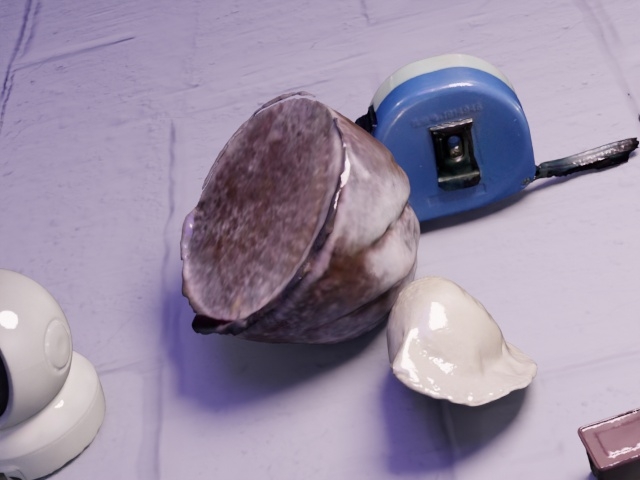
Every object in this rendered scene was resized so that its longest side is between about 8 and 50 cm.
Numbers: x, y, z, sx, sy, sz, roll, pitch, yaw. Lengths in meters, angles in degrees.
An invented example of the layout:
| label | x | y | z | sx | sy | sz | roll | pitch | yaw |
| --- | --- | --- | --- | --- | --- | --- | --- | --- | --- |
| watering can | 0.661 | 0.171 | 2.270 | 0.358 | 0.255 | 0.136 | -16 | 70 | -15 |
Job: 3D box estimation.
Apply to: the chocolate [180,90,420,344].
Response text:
| label | x | y | z | sx | sy | sz | roll | pitch | yaw |
| --- | --- | --- | --- | --- | --- | --- | --- | --- | --- |
| chocolate | 0.000 | 0.000 | 1.456 | 0.303 | 0.213 | 0.303 | -32 | 45 | 39 |

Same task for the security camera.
| label | x | y | z | sx | sy | sz | roll | pitch | yaw |
| --- | --- | --- | --- | --- | --- | --- | --- | --- | --- |
| security camera | -0.367 | 0.137 | 1.412 | 0.194 | 0.236 | 0.195 | -10 | 36 | 7 |

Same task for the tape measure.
| label | x | y | z | sx | sy | sz | roll | pitch | yaw |
| --- | --- | --- | --- | --- | --- | --- | --- | --- | --- |
| tape measure | 0.224 | -0.136 | 1.532 | 0.351 | 0.215 | 0.098 | -15 | 38 | 3 |

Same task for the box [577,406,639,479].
| label | x | y | z | sx | sy | sz | roll | pitch | yaw |
| --- | --- | --- | --- | --- | --- | --- | --- | --- | --- |
| box | 0.301 | 0.207 | 1.191 | 0.084 | 0.063 | 0.060 | -20 | 35 | -1 |

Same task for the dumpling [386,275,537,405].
| label | x | y | z | sx | sy | sz | roll | pitch | yaw |
| --- | --- | --- | --- | --- | --- | --- | --- | --- | --- |
| dumpling | 0.150 | 0.113 | 1.327 | 0.166 | 0.216 | 0.126 | 21 | 85 | 2 |
